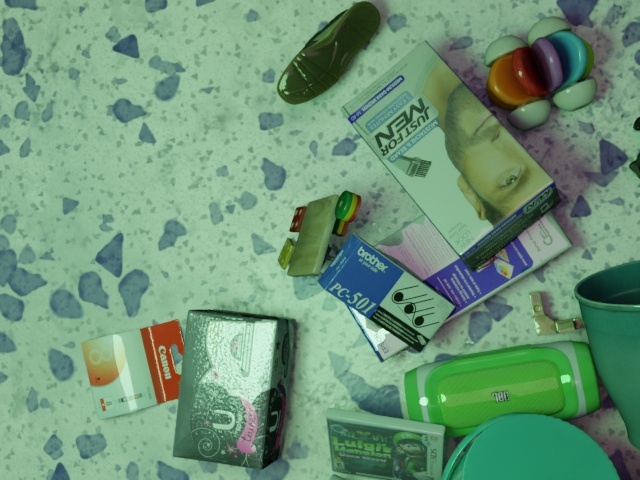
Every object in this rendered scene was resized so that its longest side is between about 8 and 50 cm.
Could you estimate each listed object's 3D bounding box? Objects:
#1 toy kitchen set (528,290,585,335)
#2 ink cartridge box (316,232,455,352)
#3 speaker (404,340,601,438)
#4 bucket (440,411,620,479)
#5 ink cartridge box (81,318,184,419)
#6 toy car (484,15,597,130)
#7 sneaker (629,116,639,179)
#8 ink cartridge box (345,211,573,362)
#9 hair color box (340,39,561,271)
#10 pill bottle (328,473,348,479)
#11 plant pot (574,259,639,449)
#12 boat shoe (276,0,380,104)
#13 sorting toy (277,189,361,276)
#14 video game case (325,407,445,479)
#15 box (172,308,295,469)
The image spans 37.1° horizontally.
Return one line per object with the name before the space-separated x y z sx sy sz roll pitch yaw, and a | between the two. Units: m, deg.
toy kitchen set | 0.388 0.114 1.552 0.083 0.068 0.075 -12 84 10
ink cartridge box | 0.105 0.085 1.508 0.207 0.046 0.097 35 95 -23
speaker | 0.291 0.242 1.536 0.297 0.131 0.131 -11 85 11
bucket | 0.310 0.404 1.435 0.281 0.183 0.281 3 56 -5
ink cartridge box | -0.327 0.231 1.704 0.179 0.045 0.145 -16 84 13
toy car | 0.357 -0.278 1.546 0.182 0.136 0.159 -22 82 9
sneaker | 0.555 -0.103 1.531 0.106 0.078 0.234 -7 93 27
ink cartridge box | 0.215 0.035 1.594 0.371 0.069 0.175 -32 82 6
hair color box | 0.206 -0.140 1.540 0.185 0.110 0.339 -39 66 5
pill bottle | 0.107 0.483 1.553 0.246 0.136 0.136 26 92 12
plant pot | 0.541 0.177 1.433 0.272 0.271 0.255 -11 99 11
boat shoe | 0.012 -0.323 1.653 0.080 0.073 0.223 43 92 -14
sorting toy | 0.000 0.000 1.566 0.046 0.274 0.132 20 80 -18
video game case | 0.107 0.343 1.559 0.190 0.173 0.022 7 47 12
box | -0.143 0.247 1.615 0.163 0.142 0.247 6 88 12
